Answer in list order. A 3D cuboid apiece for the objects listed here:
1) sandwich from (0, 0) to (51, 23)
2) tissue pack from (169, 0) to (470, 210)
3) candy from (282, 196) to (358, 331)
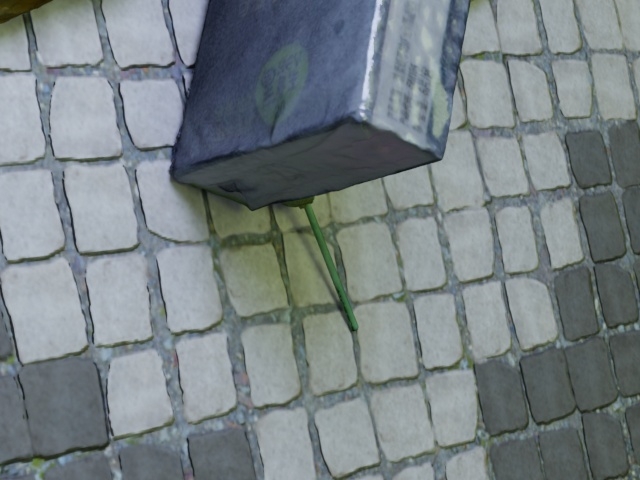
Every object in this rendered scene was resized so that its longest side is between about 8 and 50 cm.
[{"bbox_3d":[-0.252,-0.319,1.574,0.251,0.087,0.226,-30,99,-43],"label":"sandwich"},{"bbox_3d":[0.018,-0.241,1.662,0.124,0.288,0.394,24,68,-33],"label":"tissue pack"},{"bbox_3d":[0.000,0.000,1.783,0.061,0.061,0.202,-41,117,-43],"label":"candy"}]
